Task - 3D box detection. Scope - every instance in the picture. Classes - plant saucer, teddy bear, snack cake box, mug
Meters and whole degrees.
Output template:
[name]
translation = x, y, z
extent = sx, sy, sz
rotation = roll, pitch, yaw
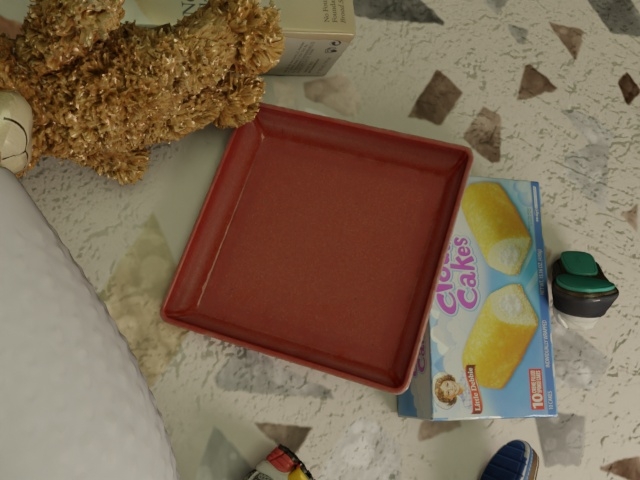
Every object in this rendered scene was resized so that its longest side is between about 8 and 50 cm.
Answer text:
[plant saucer]
translation = 0.000, 0.000, 0.694
extent = 0.258, 0.048, 0.259
rotation = 15, 74, 15
[teddy bear]
translation = -0.184, -0.128, 0.599
extent = 0.337, 0.245, 0.113
rotation = -9, 71, -43
[snack cake box]
translation = 0.168, 0.064, 0.761
extent = 0.152, 0.089, 0.265
rotation = 3, 78, -18
[mug]
translation = -0.246, 0.152, 0.459
extent = 0.276, 0.374, 0.328
rotation = -34, 98, -18

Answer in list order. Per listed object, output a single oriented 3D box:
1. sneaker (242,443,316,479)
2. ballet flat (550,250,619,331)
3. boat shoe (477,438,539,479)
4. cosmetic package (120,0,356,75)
[sneaker]
translation = -0.005, 0.317, 0.666
extent = 0.092, 0.088, 0.225
rotation = -36, 86, -11
[ballet flat]
translation = 0.296, 0.064, 0.766
extent = 0.074, 0.203, 0.074
rotation = 3, 101, 17
[boat shoe]
translation = 0.203, 0.312, 0.742
extent = 0.066, 0.066, 0.183
rotation = 27, 82, -16
[cosmetic package]
translation = -0.130, -0.271, 0.718
extent = 0.309, 0.113, 0.160
rotation = -5, 81, -20
